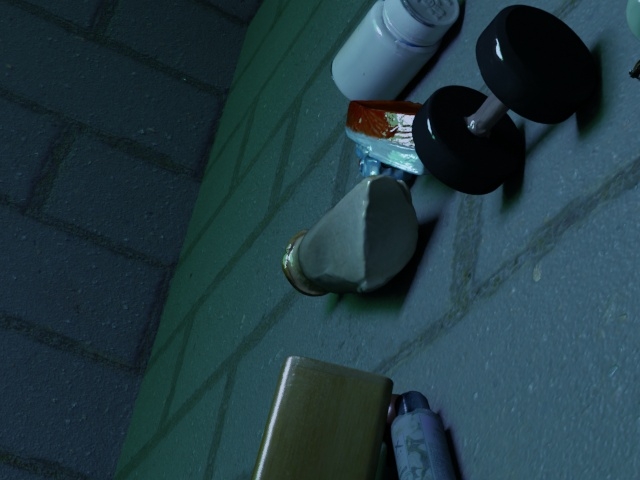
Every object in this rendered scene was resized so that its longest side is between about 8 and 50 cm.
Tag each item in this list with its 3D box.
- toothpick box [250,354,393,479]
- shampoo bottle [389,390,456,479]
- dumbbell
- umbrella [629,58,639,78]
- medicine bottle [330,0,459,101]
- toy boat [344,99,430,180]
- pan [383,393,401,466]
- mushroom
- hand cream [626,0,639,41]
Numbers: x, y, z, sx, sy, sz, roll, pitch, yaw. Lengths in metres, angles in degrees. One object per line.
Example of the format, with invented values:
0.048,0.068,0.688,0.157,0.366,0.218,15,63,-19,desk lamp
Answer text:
-0.015,0.319,1.354,0.187,0.190,0.308,95,-172,-59,toothpick box
0.120,0.258,1.295,0.072,0.072,0.214,-60,17,24,shampoo bottle
0.228,-0.174,1.393,0.218,0.153,0.152,-50,23,47,dumbbell
0.367,-0.205,1.211,0.083,0.031,0.020,-46,58,57,umbrella
0.134,-0.361,1.992,0.258,0.143,0.143,-48,24,52,medicine bottle
0.123,-0.149,1.755,0.332,0.145,0.133,-134,44,-75,toy boat
0.087,0.256,1.491,0.068,0.023,0.115,-54,20,37,pan
0.048,0.016,1.768,0.154,0.138,0.407,67,161,5,mushroom
0.387,-0.339,1.200,0.147,0.093,0.305,-14,49,36,hand cream
